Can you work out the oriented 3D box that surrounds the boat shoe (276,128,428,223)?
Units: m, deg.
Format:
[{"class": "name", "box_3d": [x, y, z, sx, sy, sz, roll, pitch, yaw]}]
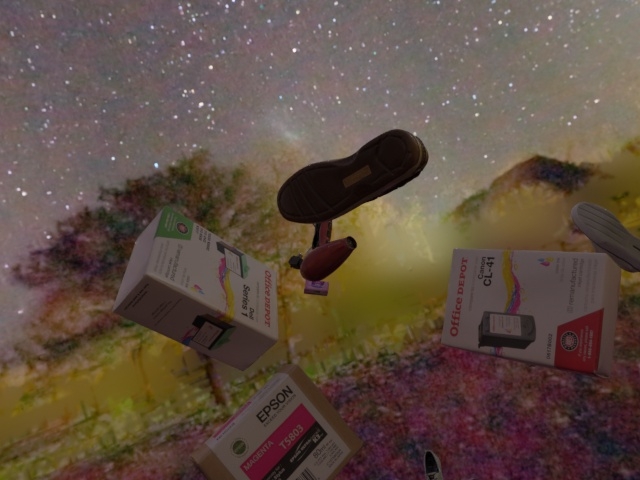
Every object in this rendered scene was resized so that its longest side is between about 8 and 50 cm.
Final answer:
[{"class": "boat shoe", "box_3d": [0.051, -0.087, 0.755, 0.257, 0.095, 0.095, -17, -7, 33]}]

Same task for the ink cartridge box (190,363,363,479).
[{"class": "ink cartridge box", "box_3d": [-0.073, 0.367, 0.845, 0.234, 0.193, 0.088, -41, 2, -26]}]

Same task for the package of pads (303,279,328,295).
[{"class": "package of pads", "box_3d": [-0.014, 0.161, 1.645, 0.083, 0.050, 0.032, 5, -50, 3]}]

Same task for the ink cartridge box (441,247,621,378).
[{"class": "ink cartridge box", "box_3d": [0.424, 0.138, 0.991, 0.306, 0.226, 0.131, 2, -13, 42]}]

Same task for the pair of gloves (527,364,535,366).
[{"class": "pair of gloves", "box_3d": [0.528, 0.208, 1.232, 0.240, 0.204, 0.042, -5, -31, -43]}]

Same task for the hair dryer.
[{"class": "hair dryer", "box_3d": [0.000, 0.000, 1.296, 0.080, 0.224, 0.293, 18, 2, -31]}]

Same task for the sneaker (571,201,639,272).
[{"class": "sneaker", "box_3d": [0.731, 0.005, 1.229, 0.094, 0.258, 0.091, -52, 0, -23]}]

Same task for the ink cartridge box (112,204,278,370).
[{"class": "ink cartridge box", "box_3d": [-0.219, 0.093, 0.918, 0.278, 0.201, 0.117, 34, -63, -28]}]

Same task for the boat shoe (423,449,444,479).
[{"class": "boat shoe", "box_3d": [0.445, 0.939, 1.900, 0.079, 0.081, 0.227, -25, 29, 16]}]

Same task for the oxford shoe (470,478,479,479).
[{"class": "oxford shoe", "box_3d": [0.497, 0.925, 1.659, 0.212, 0.076, 0.076, -50, 15, -18]}]
